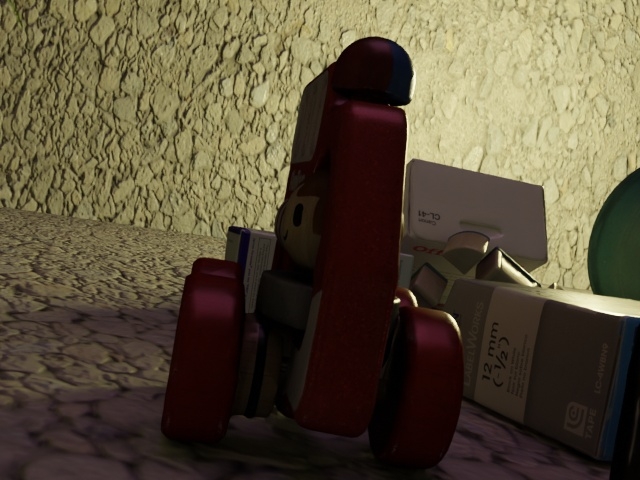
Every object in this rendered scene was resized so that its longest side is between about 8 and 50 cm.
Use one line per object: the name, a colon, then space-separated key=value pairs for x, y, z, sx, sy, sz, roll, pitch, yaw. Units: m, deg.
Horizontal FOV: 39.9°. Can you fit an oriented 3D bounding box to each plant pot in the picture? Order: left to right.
plant pot: x=0.625 y=0.049 z=1.316 sx=0.341 sy=0.341 sz=0.334 roll=9 pitch=9 yaw=-6

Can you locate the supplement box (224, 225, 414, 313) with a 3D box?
supplement box: x=-0.008 y=0.052 z=1.112 sx=0.220 sy=0.113 sz=0.111 roll=7 pitch=2 yaw=-13

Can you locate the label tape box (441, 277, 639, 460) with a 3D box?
label tape box: x=0.250 y=0.103 z=0.811 sx=0.249 sy=0.115 sz=0.348 roll=8 pitch=4 yaw=-22

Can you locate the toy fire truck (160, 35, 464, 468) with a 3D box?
toy fire truck: x=0.000 y=0.000 z=0.587 sx=0.169 sy=0.253 sz=0.302 roll=8 pitch=2 yaw=-7

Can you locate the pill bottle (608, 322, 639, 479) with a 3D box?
pill bottle: x=0.270 y=0.114 z=0.452 sx=0.219 sy=0.122 sz=0.123 roll=10 pitch=2 yaw=18

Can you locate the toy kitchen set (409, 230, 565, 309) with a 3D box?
toy kitchen set: x=0.221 y=0.096 z=1.202 sx=0.207 sy=0.166 sz=0.122 roll=42 pitch=25 yaw=-1

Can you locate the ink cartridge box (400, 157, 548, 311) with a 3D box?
ink cartridge box: x=0.176 y=0.009 z=1.364 sx=0.226 sy=0.131 sz=0.306 roll=10 pitch=-25 yaw=-17
